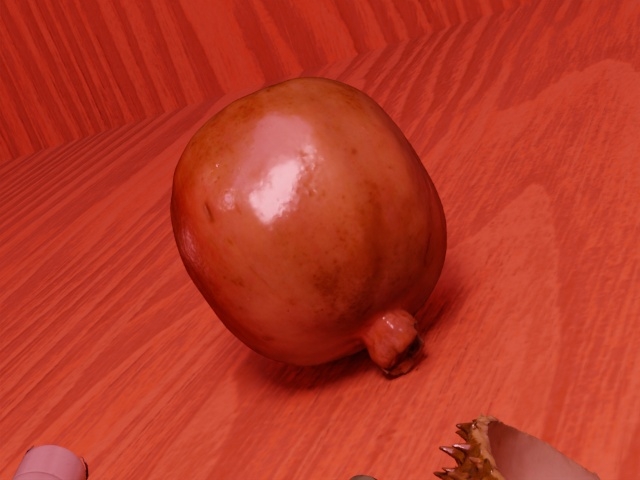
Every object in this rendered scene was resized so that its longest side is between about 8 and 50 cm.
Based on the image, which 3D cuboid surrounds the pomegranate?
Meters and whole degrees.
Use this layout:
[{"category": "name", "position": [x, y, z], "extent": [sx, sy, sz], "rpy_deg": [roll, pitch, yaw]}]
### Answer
[{"category": "pomegranate", "position": [0.000, 0.000, 1.010], "extent": [0.229, 0.252, 0.270], "rpy_deg": [-32, 61, 0]}]

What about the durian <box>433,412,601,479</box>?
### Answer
[{"category": "durian", "position": [0.118, 0.173, 0.595], "extent": [0.139, 0.145, 0.252], "rpy_deg": [-1, 12, -6]}]

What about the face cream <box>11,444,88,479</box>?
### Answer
[{"category": "face cream", "position": [-0.230, 0.244, 0.864], "extent": [0.092, 0.058, 0.244], "rpy_deg": [-12, 25, 11]}]

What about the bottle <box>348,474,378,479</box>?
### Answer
[{"category": "bottle", "position": [0.017, 0.190, 0.763], "extent": [0.030, 0.030, 0.083], "rpy_deg": [-11, 22, 29]}]
